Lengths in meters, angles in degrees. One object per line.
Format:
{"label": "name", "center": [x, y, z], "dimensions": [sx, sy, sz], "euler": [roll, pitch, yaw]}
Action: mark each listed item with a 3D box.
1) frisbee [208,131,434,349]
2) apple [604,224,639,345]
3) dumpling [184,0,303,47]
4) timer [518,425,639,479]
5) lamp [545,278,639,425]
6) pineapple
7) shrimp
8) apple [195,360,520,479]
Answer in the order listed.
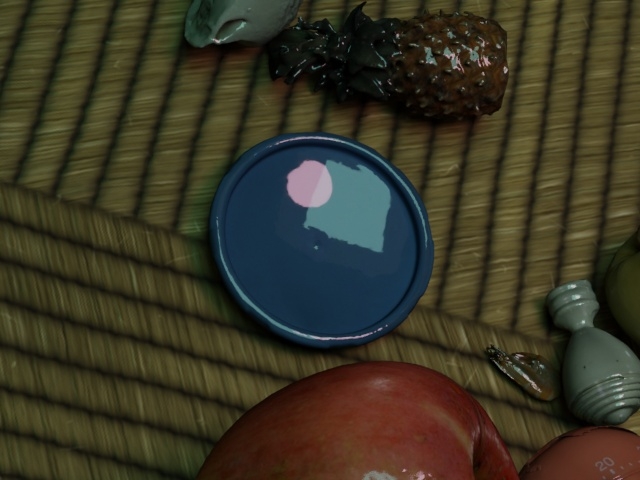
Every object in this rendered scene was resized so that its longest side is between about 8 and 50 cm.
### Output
{"label": "frisbee", "center": [-0.001, 0.001, 1.868], "dimensions": [0.289, 0.049, 0.290], "euler": [6, 68, -15]}
{"label": "apple", "center": [0.453, 0.060, 1.894], "dimensions": [0.200, 0.200, 0.200], "euler": [6, 65, -13]}
{"label": "dumpling", "center": [-0.087, -0.312, 1.956], "dimensions": [0.219, 0.152, 0.108], "euler": [-39, 101, -16]}
{"label": "timer", "center": [0.326, 0.331, 1.706], "dimensions": [0.229, 0.230, 0.215], "euler": [-13, 41, -20]}
{"label": "lamp", "center": [0.338, 0.143, 1.875], "dimensions": [0.106, 0.106, 0.193], "euler": [-8, 58, -18]}
{"label": "pineapple", "center": [0.086, -0.240, 1.964], "dimensions": [0.309, 0.141, 0.170], "euler": [4, 50, -4]}
{"label": "shrimp", "center": [0.258, 0.159, 1.885], "dimensions": [0.108, 0.023, 0.059], "euler": [39, 53, 5]}
{"label": "apple", "center": [0.038, 0.306, 1.577], "dimensions": [0.363, 0.364, 0.364], "euler": [6, 65, -13]}
